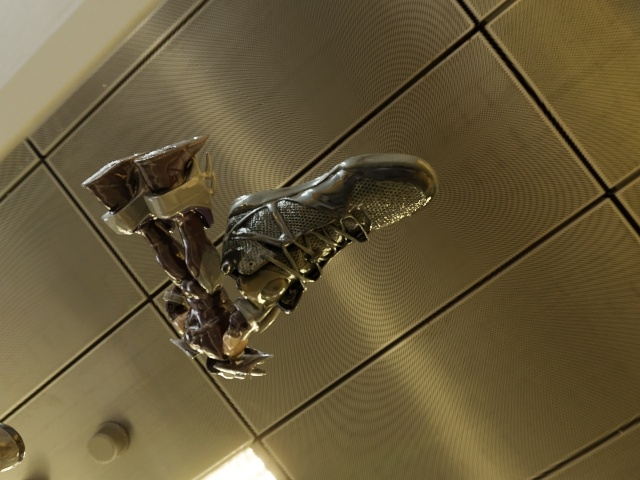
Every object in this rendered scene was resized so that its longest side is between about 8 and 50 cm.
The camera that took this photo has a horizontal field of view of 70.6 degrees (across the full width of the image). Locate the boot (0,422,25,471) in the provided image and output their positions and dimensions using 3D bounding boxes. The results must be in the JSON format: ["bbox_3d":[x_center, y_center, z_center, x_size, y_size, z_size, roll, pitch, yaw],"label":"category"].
[{"bbox_3d":[-0.380,0.244,0.437,0.338,0.222,0.118,3,-88,15],"label":"boot"}]

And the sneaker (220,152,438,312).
[{"bbox_3d":[0.000,0.000,0.420,0.227,0.130,0.087,-13,-42,23],"label":"sneaker"}]

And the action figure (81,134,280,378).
[{"bbox_3d":[-0.130,0.041,0.494,0.185,0.099,0.285,-2,-63,33],"label":"action figure"}]
